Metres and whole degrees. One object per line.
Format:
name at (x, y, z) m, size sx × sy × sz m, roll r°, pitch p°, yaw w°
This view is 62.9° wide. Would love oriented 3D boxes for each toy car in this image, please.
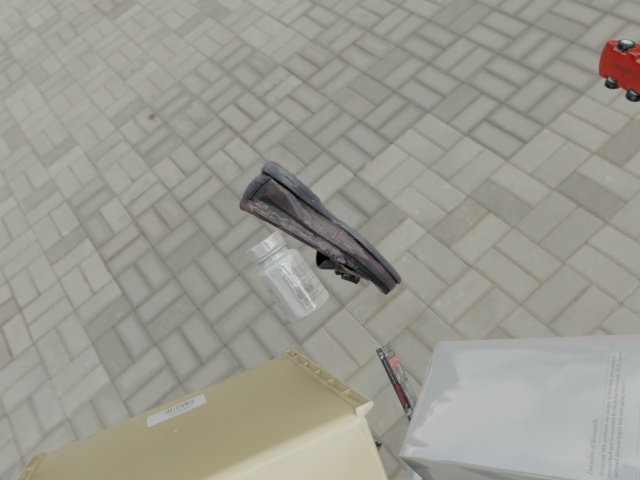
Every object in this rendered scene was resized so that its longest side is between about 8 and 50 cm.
toy car at (0.433, -0.146, 0.608) m, size 0.053 × 0.239 × 0.224 m, roll -12°, pitch 98°, yaw -8°

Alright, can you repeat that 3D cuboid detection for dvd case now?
dvd case at (0.122, 0.216, 0.806) m, size 0.013 × 0.087 × 0.119 m, roll -29°, pitch 78°, yaw 11°

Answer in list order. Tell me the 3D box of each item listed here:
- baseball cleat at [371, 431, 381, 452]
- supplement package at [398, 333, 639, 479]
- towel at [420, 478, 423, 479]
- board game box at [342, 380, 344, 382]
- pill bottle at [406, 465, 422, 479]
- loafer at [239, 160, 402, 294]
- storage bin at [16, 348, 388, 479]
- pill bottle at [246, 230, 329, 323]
baseball cleat at (0.053, 0.287, 0.807) m, size 0.072 × 0.206 × 0.109 m, roll -15°, pitch 73°, yaw -4°
supplement package at (0.275, 0.230, 0.607) m, size 0.293 × 0.177 × 0.175 m, roll -13°, pitch 37°, yaw 44°
towel at (0.118, 0.618, 0.971) m, size 0.325 × 0.311 × 0.056 m, roll -25°, pitch 32°, yaw -24°
board game box at (0.050, 0.604, 1.780) m, size 0.039 × 0.160 × 0.211 m, roll -14°, pitch 88°, yaw 33°
pill bottle at (0.375, 0.604, 1.373) m, size 0.279 × 0.162 × 0.162 m, roll 10°, pitch 62°, yaw 5°
loafer at (0.000, 0.000, 0.861) m, size 0.095 × 0.303 × 0.109 m, roll -50°, pitch 14°, yaw -5°
storage bin at (-0.099, 0.206, 0.422) m, size 0.263 × 0.260 × 0.123 m, roll -20°, pitch 93°, yaw -17°
pill bottle at (-0.090, 0.094, 1.397) m, size 0.131 × 0.131 × 0.229 m, roll -36°, pitch 96°, yaw -4°
